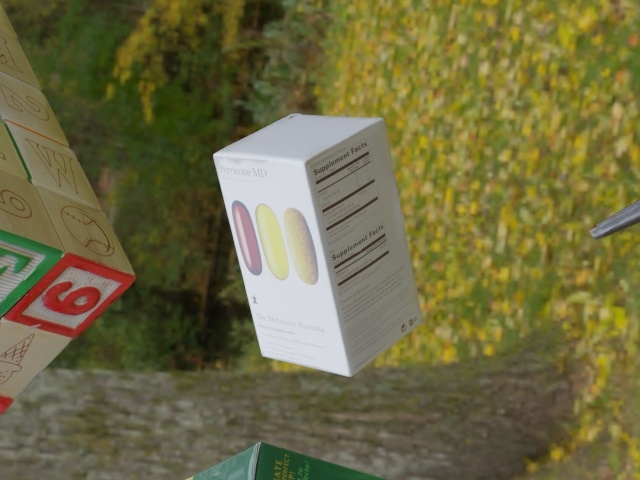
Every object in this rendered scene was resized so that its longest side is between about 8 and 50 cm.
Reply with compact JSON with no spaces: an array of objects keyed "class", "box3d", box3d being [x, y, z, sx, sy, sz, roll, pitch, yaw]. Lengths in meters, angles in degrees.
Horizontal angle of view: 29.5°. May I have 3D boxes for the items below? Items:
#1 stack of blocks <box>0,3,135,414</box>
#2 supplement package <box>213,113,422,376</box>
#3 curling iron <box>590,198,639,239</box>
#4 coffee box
[{"class":"stack of blocks","box3d":[-0.226,-0.043,0.594,0.171,0.087,0.297,-43,55,17]},{"class":"supplement package","box3d":[0.000,0.000,1.305,0.139,0.134,0.244,7,119,41]},{"class":"curling iron","box3d":[0.413,-0.062,1.414,0.274,0.068,0.035,-34,56,52]},{"class":"coffee box","box3d":[0.015,0.171,0.716,0.113,0.184,0.040,-34,42,51]}]
